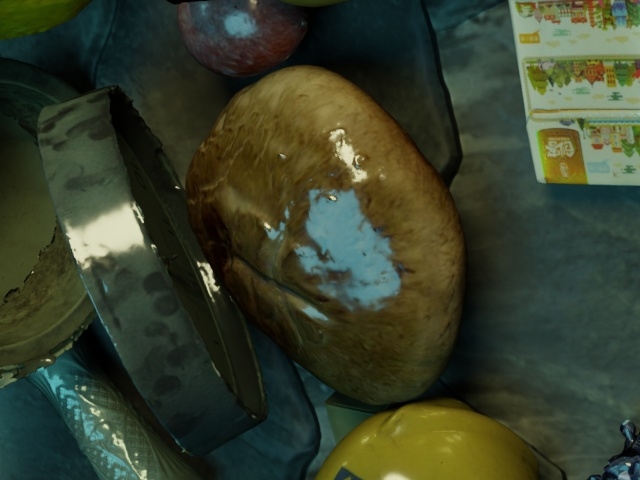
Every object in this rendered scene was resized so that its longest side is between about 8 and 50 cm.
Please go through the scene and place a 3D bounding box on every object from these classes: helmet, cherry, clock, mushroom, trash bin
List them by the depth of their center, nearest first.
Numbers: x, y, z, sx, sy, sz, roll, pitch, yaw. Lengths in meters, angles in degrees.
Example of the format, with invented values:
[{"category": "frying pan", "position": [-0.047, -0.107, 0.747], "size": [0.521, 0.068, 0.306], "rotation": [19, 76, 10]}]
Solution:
[{"category": "mushroom", "position": [0.000, 0.000, 1.066], "size": [0.278, 0.146, 0.278], "rotation": [24, 129, 34]}, {"category": "cherry", "position": [-0.093, -0.189, 1.073], "size": [0.225, 0.090, 0.107], "rotation": [21, 120, 43]}, {"category": "helmet", "position": [0.084, 0.195, 1.080], "size": [0.205, 0.257, 0.140], "rotation": [24, 102, 50]}, {"category": "clock", "position": [-0.130, 0.022, 1.092], "size": [0.061, 0.312, 0.313], "rotation": [-24, 101, 3]}, {"category": "trash bin", "position": [0.045, 0.177, 1.202], "size": [0.060, 0.043, 0.092], "rotation": [6, 119, 34]}]

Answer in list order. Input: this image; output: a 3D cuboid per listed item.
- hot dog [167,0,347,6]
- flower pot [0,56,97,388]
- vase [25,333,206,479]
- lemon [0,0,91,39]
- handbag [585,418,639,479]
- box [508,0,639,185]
[{"category": "hot dog", "position": [0.045, -0.234, 0.901], "size": [0.326, 0.107, 0.194], "rotation": [0, 78, 42]}, {"category": "flower pot", "position": [-0.355, -0.027, 1.253], "size": [0.259, 0.290, 0.290], "rotation": [7, 119, 46]}, {"category": "vase", "position": [-0.216, 0.192, 1.378], "size": [0.219, 0.096, 0.096], "rotation": [52, 134, 4]}, {"category": "lemon", "position": [-0.267, -0.267, 1.058], "size": [0.288, 0.233, 0.234], "rotation": [5, 117, 39]}, {"category": "handbag", "position": [0.284, 0.266, 1.027], "size": [0.162, 0.113, 0.260], "rotation": [8, 127, 41]}, {"category": "box", "position": [0.187, -0.144, 0.918], "size": [0.122, 0.032, 0.220], "rotation": [3, 116, 36]}]
